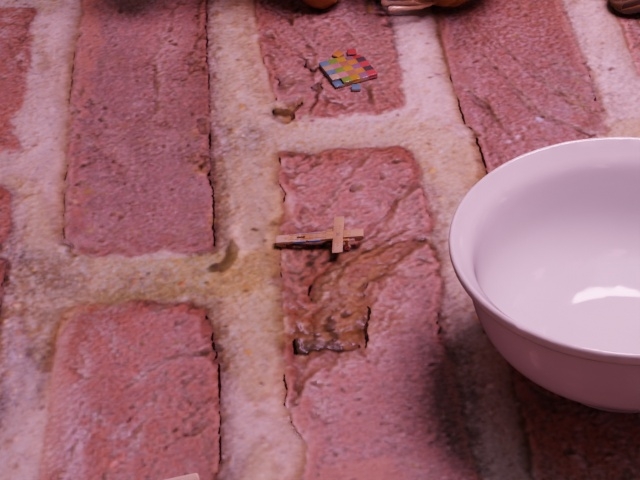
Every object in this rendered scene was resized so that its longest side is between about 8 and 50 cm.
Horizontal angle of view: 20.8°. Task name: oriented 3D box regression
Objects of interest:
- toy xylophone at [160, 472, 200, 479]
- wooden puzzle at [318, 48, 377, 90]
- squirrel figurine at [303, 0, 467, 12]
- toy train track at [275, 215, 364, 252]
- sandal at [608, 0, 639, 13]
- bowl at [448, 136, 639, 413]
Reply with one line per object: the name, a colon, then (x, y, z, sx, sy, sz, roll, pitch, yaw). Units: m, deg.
toy xylophone: (-0.154, 0.280, 1.224, 0.323, 0.081, 0.236, -6, 38, -3)
wooden puzzle: (0.029, -0.184, 1.877, 0.049, 0.006, 0.083, -16, 39, -16)
squirrel figurine: (0.058, -0.436, 1.904, 0.370, 0.397, 0.281, 23, 34, 12)
toy train track: (0.000, 0.000, 1.636, 0.083, 0.014, 0.048, -4, 44, 8)
sandal: (0.432, -0.286, 1.944, 0.219, 0.060, 0.090, -19, 32, 4)
bowl: (0.256, 0.049, 1.451, 0.298, 0.134, 0.298, -2, 37, 1)
